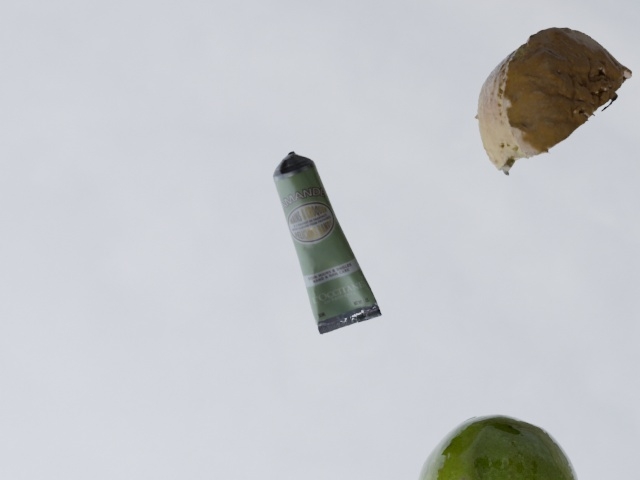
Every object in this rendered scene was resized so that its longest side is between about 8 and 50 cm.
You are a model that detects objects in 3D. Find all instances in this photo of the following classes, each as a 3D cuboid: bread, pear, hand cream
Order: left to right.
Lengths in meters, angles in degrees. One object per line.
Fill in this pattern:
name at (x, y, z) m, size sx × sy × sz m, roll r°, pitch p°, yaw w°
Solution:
hand cream at (0.000, 0.000, 1.196) m, size 0.055 × 0.086 × 0.235 m, roll -48°, pitch -61°, yaw -75°
pear at (0.194, 0.303, 1.039) m, size 0.187 × 0.187 × 0.219 m, roll 24°, pitch -129°, yaw -8°
bread at (0.302, -0.203, 1.301) m, size 0.229 × 0.143 × 0.139 m, roll -40°, pitch -88°, yaw -31°
